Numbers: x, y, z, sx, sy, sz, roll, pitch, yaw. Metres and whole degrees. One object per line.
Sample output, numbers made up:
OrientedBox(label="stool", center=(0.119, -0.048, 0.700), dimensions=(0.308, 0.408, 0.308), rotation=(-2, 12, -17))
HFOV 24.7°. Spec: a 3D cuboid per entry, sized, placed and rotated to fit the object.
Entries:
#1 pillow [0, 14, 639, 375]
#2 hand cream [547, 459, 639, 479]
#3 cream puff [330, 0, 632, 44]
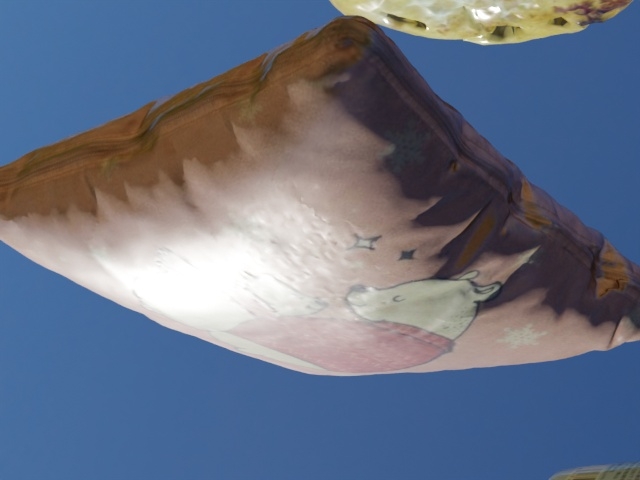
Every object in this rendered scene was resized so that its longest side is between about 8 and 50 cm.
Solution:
OrientedBox(label="pillow", center=(0.000, 0.000, 0.610), dimensions=(0.223, 0.236, 0.084), rotation=(-12, -122, 38))
OrientedBox(label="hand cream", center=(0.221, 0.156, 0.834), dimensions=(0.271, 0.058, 0.091), rotation=(-15, -132, 49))
OrientedBox(label="cream puff", center=(0.107, -0.298, 1.009), dimensions=(0.325, 0.291, 0.257), rotation=(-4, -105, 19))
